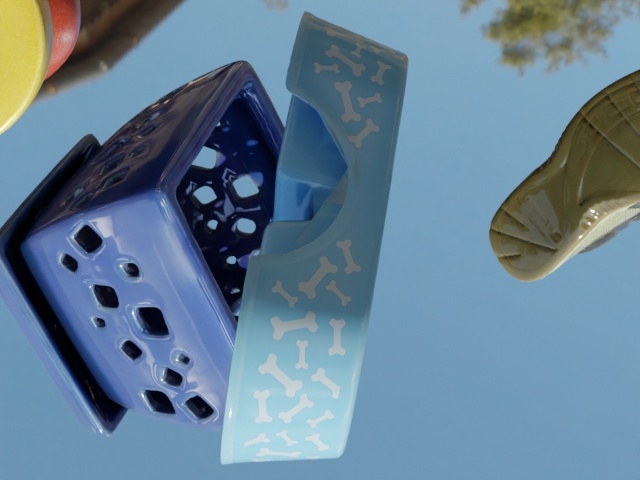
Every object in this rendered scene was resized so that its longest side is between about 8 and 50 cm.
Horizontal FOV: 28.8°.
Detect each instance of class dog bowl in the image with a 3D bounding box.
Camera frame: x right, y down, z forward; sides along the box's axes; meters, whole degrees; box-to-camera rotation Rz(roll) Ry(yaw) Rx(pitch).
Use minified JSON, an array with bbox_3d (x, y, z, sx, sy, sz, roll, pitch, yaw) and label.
[{"bbox_3d":[0.000,0.000,0.781,0.074,0.166,0.297,10,-115,1],"label":"dog bowl"}]

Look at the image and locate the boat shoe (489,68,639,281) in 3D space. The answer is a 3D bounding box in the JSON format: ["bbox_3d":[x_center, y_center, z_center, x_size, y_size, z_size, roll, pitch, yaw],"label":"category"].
[{"bbox_3d":[0.204,-0.052,0.858,0.073,0.223,0.080,-22,-109,-45],"label":"boat shoe"}]

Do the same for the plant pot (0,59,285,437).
[{"bbox_3d":[-0.134,0.018,1.066,0.212,0.236,0.236,-15,-153,25],"label":"plant pot"}]

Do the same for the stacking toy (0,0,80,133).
[{"bbox_3d":[-0.176,-0.237,0.632,0.279,0.309,0.130,44,-160,-4],"label":"stacking toy"}]
